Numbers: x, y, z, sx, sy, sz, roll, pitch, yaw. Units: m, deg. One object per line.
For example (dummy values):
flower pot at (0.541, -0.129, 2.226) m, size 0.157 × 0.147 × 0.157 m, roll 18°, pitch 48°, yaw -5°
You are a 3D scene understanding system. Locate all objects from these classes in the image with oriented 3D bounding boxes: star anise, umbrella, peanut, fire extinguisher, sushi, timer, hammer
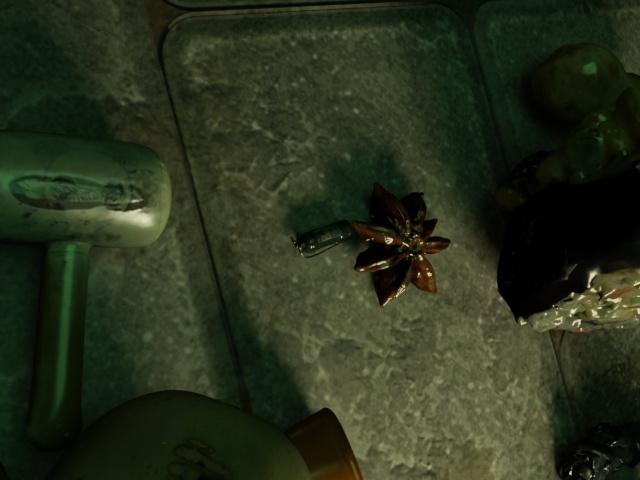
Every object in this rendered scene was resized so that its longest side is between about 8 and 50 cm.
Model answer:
star anise at (0.104, 0.006, 1.029) m, size 0.168 × 0.057 × 0.167 m, roll 8°, pitch 75°, yaw -30°
umbrella at (0.435, 0.298, 1.175) m, size 0.224 × 0.080 × 0.071 m, roll -7°, pitch 50°, yaw -36°
peanut at (0.429, -0.224, 1.235) m, size 0.253 × 0.122 × 0.137 m, roll 23°, pitch 62°, yaw -29°
fire extinguisher at (0.000, 0.000, 0.985) m, size 0.083 × 0.025 × 0.038 m, roll -18°, pitch 114°, yaw -33°
sushi at (0.386, -0.043, 1.076) m, size 0.329 × 0.328 × 0.285 m, roll -5°, pitch 69°, yaw -18°
timer at (-0.038, 0.268, 0.872) m, size 0.152 × 0.132 × 0.132 m, roll -19°, pitch 91°, yaw -10°
hammer at (-0.247, 0.049, 0.784) m, size 0.202 × 0.113 × 0.305 m, roll 3°, pitch 84°, yaw -28°

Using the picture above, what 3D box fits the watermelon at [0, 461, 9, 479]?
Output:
watermelon at (-0.346, 0.228, 0.623) m, size 0.212 × 0.212 × 0.212 m, roll 6°, pitch 78°, yaw -31°

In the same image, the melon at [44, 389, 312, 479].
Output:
melon at (-0.133, 0.302, 0.702) m, size 0.269 × 0.268 × 0.330 m, roll 25°, pitch 76°, yaw -25°
